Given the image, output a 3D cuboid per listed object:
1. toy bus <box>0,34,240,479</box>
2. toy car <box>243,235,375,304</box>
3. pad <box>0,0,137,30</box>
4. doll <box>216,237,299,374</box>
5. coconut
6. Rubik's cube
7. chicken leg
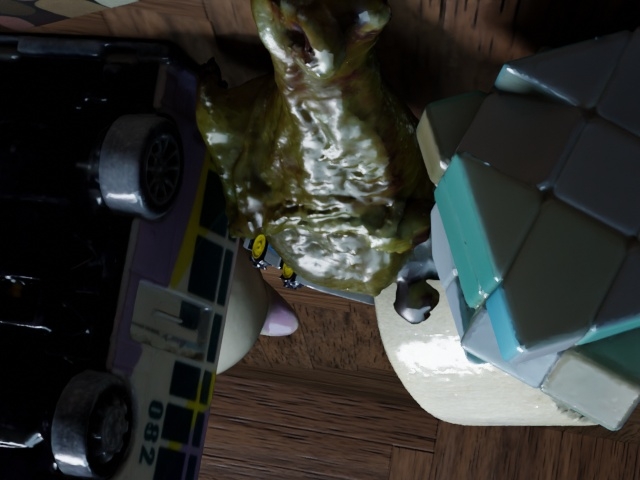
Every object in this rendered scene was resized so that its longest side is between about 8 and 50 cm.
[{"bbox_3d":[-0.204,0.074,1.425,0.209,0.439,0.249,5,170,22],"label":"toy bus"},{"bbox_3d":[0.000,0.000,1.783,0.097,0.100,0.191,15,-172,-27],"label":"toy car"},{"bbox_3d":[-0.220,-0.189,1.234,0.158,0.003,0.235,19,166,-39],"label":"pad"},{"bbox_3d":[-0.205,0.044,1.896,0.215,0.226,0.370,-29,163,22],"label":"doll"},{"bbox_3d":[0.160,0.038,1.463,0.266,0.237,0.237,-8,160,40],"label":"coconut"},{"bbox_3d":[0.182,-0.010,1.147,0.224,0.265,0.213,-14,170,-6],"label":"Rubik's cube"},{"bbox_3d":[-0.007,-0.093,1.262,0.211,0.140,0.361,19,151,26],"label":"chicken leg"}]
